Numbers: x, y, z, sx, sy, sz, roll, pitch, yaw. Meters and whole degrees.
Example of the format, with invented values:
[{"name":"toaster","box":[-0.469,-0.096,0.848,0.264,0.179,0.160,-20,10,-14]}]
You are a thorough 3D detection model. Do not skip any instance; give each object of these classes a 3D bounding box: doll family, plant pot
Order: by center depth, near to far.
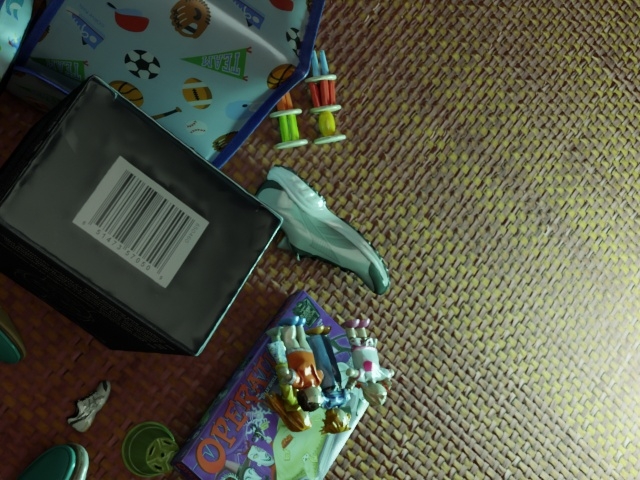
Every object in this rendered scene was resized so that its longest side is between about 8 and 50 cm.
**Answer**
[{"name":"plant pot","box":[-0.242,0.311,1.608,0.083,0.079,0.083,2,85,-25]},{"name":"doll family","box":[-0.003,0.210,1.643,0.263,0.118,0.163,6,65,-52]}]

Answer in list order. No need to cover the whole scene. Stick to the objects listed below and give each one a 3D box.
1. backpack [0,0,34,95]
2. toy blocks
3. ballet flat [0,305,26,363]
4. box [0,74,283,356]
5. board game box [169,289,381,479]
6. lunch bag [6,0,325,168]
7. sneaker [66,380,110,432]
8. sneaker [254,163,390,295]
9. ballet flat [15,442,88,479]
[{"name":"backpack","box":[-0.486,-0.248,1.325,0.273,0.290,0.355,40,34,-49]},{"name":"toy blocks","box":[-0.027,-0.228,1.756,0.123,0.054,0.148,-9,90,-25]},{"name":"ballet flat","box":[-0.496,0.082,1.514,0.232,0.080,0.073,38,43,-20]},{"name":"box","box":[-0.282,-0.014,1.438,0.293,0.395,0.212,38,71,-19]},{"name":"board game box","box":[-0.054,0.268,1.670,0.208,0.056,0.347,43,56,-12]},{"name":"lunch bag","box":[-0.234,-0.248,1.495,0.328,0.385,0.239,32,45,-20]},{"name":"sneaker","box":[-0.338,0.237,1.595,0.037,0.032,0.083,35,73,-19]},{"name":"sneaker","box":[0.000,0.000,1.740,0.271,0.100,0.108,41,85,-13]},{"name":"ballet flat","box":[-0.429,0.464,1.500,0.139,0.139,0.400,40,76,-17]}]
